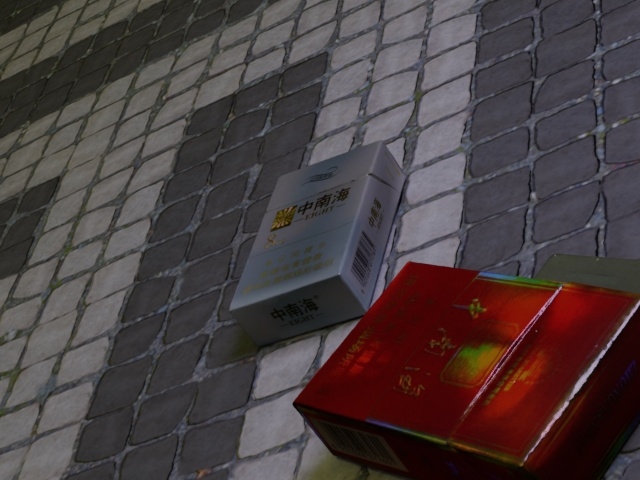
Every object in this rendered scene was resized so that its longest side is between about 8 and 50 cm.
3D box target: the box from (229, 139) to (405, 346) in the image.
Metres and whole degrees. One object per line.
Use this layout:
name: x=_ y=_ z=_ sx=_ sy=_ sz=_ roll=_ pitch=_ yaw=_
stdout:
box: x=0.000 y=0.000 z=1.773 sx=0.155 sy=0.067 sz=0.243 roll=-18 pitch=34 yaw=28

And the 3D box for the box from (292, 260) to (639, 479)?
box: x=0.143 y=0.127 z=1.407 sx=0.313 sy=0.089 sz=0.197 roll=8 pitch=50 yaw=51

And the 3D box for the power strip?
power strip: x=0.262 y=0.049 z=1.453 sx=0.076 sy=0.028 sz=0.169 roll=-49 pitch=29 yaw=-22
